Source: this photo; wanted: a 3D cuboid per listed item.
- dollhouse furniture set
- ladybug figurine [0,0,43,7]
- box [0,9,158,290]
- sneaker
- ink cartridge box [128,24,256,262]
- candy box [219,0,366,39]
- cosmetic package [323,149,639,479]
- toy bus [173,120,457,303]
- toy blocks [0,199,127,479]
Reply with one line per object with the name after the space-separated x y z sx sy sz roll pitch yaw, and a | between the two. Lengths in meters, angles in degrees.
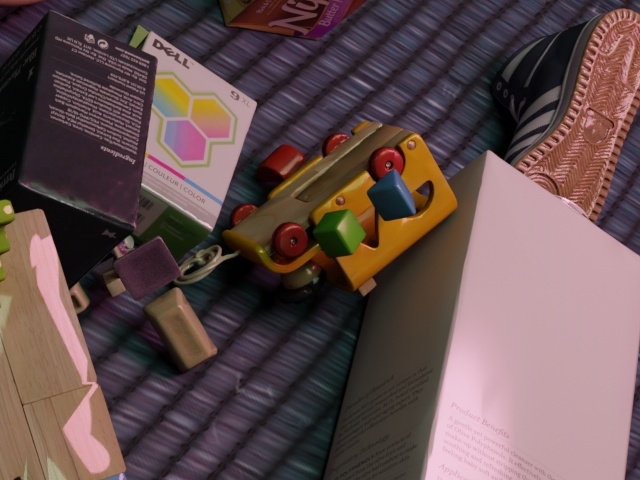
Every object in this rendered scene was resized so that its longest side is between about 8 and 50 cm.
-0.140 0.053 1.349 0.114 0.091 0.081 60 -4 -23 | dollhouse furniture set
-0.260 -0.350 1.372 0.305 0.162 0.449 66 34 -29 | ladybug figurine
-0.199 -0.050 1.260 0.093 0.156 0.158 23 50 -26 | box
0.208 -0.087 1.687 0.099 0.153 0.282 34 76 -22 | sneaker
-0.120 -0.094 1.425 0.109 0.062 0.209 33 45 -17 | ink cartridge box
0.005 -0.245 1.541 0.109 0.187 0.053 3 63 -40 | candy box
0.135 0.133 1.420 0.197 0.155 0.365 34 44 -19 | cosmetic package
0.011 -0.006 1.422 0.104 0.202 0.191 58 30 -23 | toy bus
-0.225 0.151 0.976 0.191 0.381 0.261 -14 84 -43 | toy blocks
